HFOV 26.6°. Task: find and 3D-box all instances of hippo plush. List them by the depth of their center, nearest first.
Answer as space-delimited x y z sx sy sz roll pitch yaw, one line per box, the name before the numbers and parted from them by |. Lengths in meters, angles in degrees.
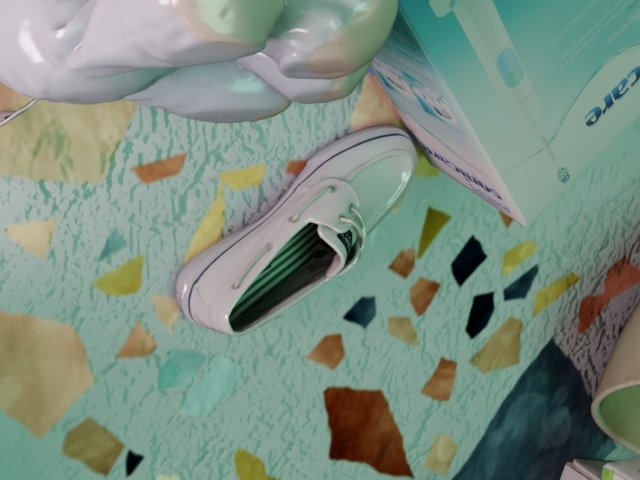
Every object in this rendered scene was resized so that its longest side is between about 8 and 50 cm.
hippo plush | -0.094 -0.199 0.799 0.234 0.294 0.236 5 80 -58

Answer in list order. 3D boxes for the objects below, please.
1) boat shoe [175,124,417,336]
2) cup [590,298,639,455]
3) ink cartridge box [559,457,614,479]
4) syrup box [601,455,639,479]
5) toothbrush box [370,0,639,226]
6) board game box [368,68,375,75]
boat shoe | 0.000 0.000 1.012 0.226 0.076 0.083 -41 128 -16
cup | 0.437 0.083 1.256 0.331 0.331 0.237 35 62 -41
ink cartridge box | 0.291 0.340 1.364 0.160 0.092 0.219 10 103 -39
syrup box | 0.308 0.322 1.248 0.096 0.093 0.237 -5 111 -31
toothbrush box | 0.134 -0.188 0.959 0.216 0.126 0.295 -45 134 -6
board game box | 0.081 -0.172 1.037 0.090 0.020 0.090 -8 116 -34
